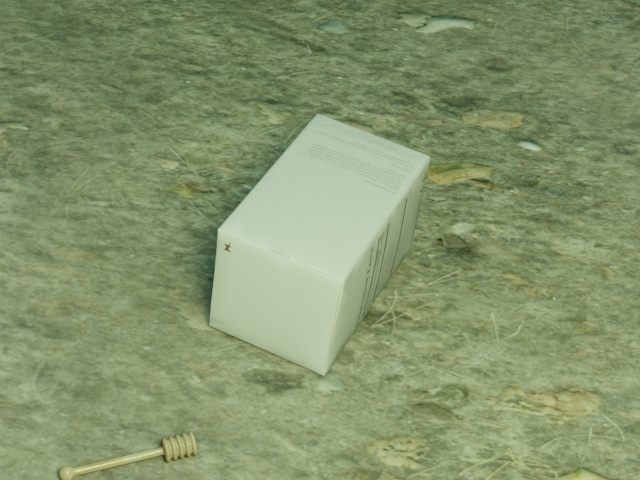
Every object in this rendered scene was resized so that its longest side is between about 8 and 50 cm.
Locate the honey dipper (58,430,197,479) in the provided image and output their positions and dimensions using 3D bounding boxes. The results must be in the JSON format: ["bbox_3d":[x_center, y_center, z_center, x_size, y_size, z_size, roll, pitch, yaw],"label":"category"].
[{"bbox_3d":[-0.224,0.254,1.580,0.160,0.030,0.030,-11,44,-15],"label":"honey dipper"}]

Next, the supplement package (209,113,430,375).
[{"bbox_3d":[0.000,0.000,1.793,0.177,0.175,0.293,23,43,15],"label":"supplement package"}]
